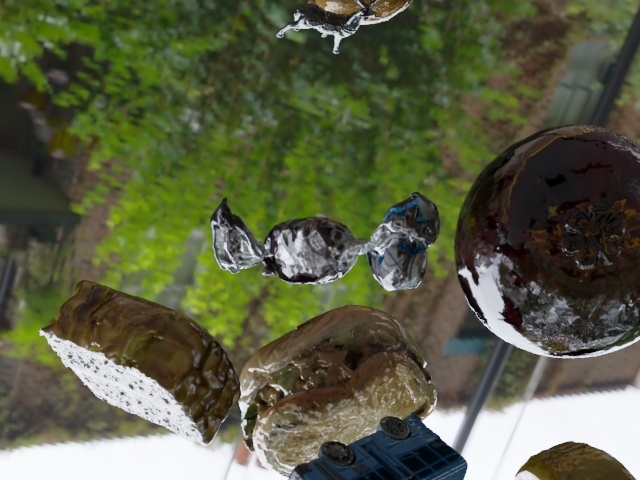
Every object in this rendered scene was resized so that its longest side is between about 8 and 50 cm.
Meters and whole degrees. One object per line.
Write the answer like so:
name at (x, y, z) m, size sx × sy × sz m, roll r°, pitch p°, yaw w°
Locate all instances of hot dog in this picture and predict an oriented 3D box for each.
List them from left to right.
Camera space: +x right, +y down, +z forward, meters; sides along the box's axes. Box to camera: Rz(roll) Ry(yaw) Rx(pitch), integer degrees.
hot dog at (0.044, -0.283, 1.480) m, size 0.140 × 0.060 × 0.090 m, roll 1°, pitch -138°, yaw 19°

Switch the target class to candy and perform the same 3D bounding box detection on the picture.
candy at (0.000, 0.000, 1.079) m, size 0.226 × 0.094 × 0.051 m, roll -4°, pitch -167°, yaw 33°
candy at (0.343, 0.382, 1.618) m, size 0.118 × 0.260 × 0.260 m, roll -23°, pitch -141°, yaw -21°

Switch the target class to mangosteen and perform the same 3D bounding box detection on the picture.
mangosteen at (0.247, 0.002, 1.303) m, size 0.235 × 0.236 × 0.261 m, roll 19°, pitch 178°, yaw -1°

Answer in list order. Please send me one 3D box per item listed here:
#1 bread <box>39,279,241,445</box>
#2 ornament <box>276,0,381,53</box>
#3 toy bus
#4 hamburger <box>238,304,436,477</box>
bread at (-0.203, 0.132, 1.431) m, size 0.222 × 0.096 × 0.181 m, roll 16°, pitch 150°, yaw 38°
ornament at (0.012, -0.221, 1.255) m, size 0.073 × 0.028 × 0.125 m, roll 13°, pitch 165°, yaw -23°
toy bus at (0.051, 0.249, 1.246) m, size 0.184 × 0.090 × 0.106 m, roll -16°, pitch -135°, yaw -45°
hamburger at (0.016, 0.196, 1.596) m, size 0.243 × 0.286 × 0.146 m, roll 2°, pitch -130°, yaw -29°
